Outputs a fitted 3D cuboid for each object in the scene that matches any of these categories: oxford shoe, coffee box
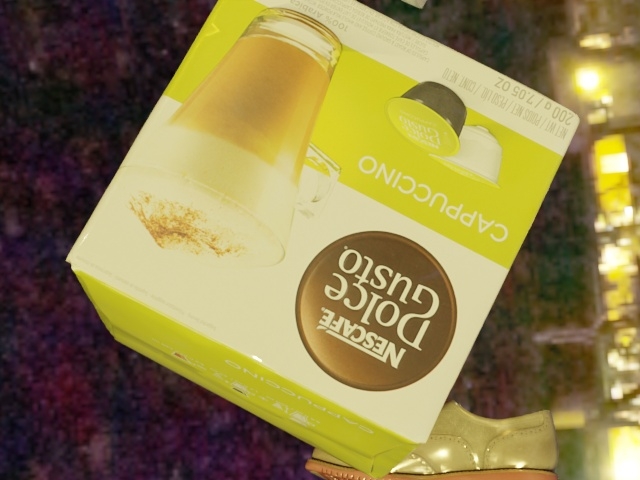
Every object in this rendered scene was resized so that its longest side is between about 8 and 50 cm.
[{"bbox_3d":[0.151,0.282,1.656,0.123,0.348,0.130,50,42,-65],"label":"oxford shoe"},{"bbox_3d":[0.000,0.000,1.190,0.334,0.337,0.338,-62,176,-15],"label":"coffee box"}]

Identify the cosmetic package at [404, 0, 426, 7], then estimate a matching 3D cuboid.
[{"bbox_3d":[0.184,-0.573,1.840,0.377,0.097,0.284,-60,160,0],"label":"cosmetic package"}]
